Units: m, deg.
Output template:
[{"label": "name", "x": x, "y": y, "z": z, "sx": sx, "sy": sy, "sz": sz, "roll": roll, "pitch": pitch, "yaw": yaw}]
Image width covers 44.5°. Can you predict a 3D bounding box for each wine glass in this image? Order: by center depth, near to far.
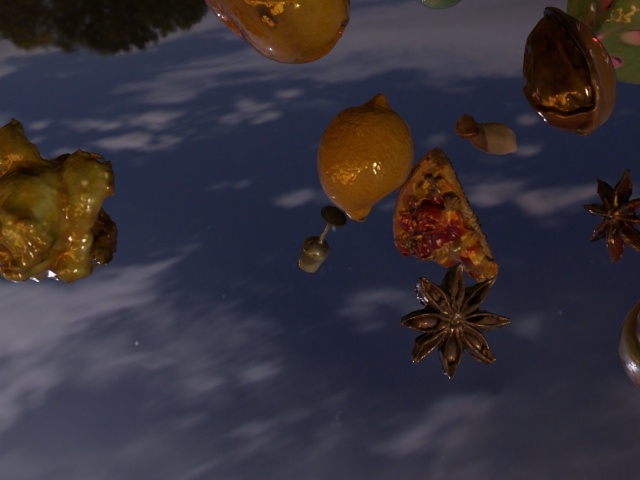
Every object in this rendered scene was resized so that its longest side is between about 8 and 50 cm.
[{"label": "wine glass", "x": 0.000, "y": 0.000, "z": 2.113, "sx": 0.079, "sy": 0.195, "sz": 0.079, "roll": 17, "pitch": -139, "yaw": -15}]

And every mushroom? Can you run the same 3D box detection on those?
[{"label": "mushroom", "x": 0.473, "y": -0.298, "z": 2.208, "sx": 0.212, "sy": 0.097, "sz": 0.088, "roll": 13, "pitch": 157, "yaw": -28}]

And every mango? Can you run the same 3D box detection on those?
[{"label": "mango", "x": -0.088, "y": -0.424, "z": 1.323, "sx": 0.182, "sy": 0.253, "sz": 0.365, "roll": -47, "pitch": -148, "yaw": 0}]

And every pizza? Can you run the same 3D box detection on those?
[{"label": "pizza", "x": 0.378, "y": -0.027, "z": 2.368, "sx": 0.130, "sy": 0.440, "sz": 0.406, "roll": -27, "pitch": -122, "yaw": -30}]

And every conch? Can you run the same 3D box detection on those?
[{"label": "conch", "x": 0.664, "y": 0.180, "z": 1.458, "sx": 0.197, "sy": 0.368, "sz": 0.249, "roll": -5, "pitch": -123, "yaw": -3}]

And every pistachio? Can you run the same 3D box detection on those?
[{"label": "pistachio", "x": 0.360, "y": -0.251, "z": 1.159, "sx": 0.130, "sy": 0.210, "sz": 0.165, "roll": -9, "pitch": 161, "yaw": -1}]

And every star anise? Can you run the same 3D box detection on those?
[{"label": "star anise", "x": 0.273, "y": 0.168, "z": 1.666, "sx": 0.236, "sy": 0.223, "sz": 0.109, "roll": -18, "pitch": -177, "yaw": -15}, {"label": "star anise", "x": 0.881, "y": -0.071, "z": 2.301, "sx": 0.088, "sy": 0.288, "sz": 0.288, "roll": -5, "pitch": -159, "yaw": -21}]

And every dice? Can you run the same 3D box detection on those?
[{"label": "dice", "x": 0.818, "y": -0.595, "z": 1.939, "sx": 0.330, "sy": 0.318, "sz": 0.322, "roll": 13, "pitch": 166, "yaw": -6}]

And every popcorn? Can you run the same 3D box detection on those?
[{"label": "popcorn", "x": -0.566, "y": -0.073, "z": 1.565, "sx": 0.290, "sy": 0.326, "sz": 0.321, "roll": -39, "pitch": -149, "yaw": -19}]

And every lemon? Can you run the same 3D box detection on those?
[{"label": "lemon", "x": 0.083, "y": -0.157, "z": 1.477, "sx": 0.187, "sy": 0.244, "sz": 0.187, "roll": 13, "pitch": -167, "yaw": -3}]

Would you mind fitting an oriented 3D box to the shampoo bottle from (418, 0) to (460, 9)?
[{"label": "shampoo bottle", "x": 0.282, "y": -0.712, "z": 1.905, "sx": 0.151, "sy": 0.222, "sz": 0.349, "roll": -2, "pitch": -123, "yaw": 3}]
